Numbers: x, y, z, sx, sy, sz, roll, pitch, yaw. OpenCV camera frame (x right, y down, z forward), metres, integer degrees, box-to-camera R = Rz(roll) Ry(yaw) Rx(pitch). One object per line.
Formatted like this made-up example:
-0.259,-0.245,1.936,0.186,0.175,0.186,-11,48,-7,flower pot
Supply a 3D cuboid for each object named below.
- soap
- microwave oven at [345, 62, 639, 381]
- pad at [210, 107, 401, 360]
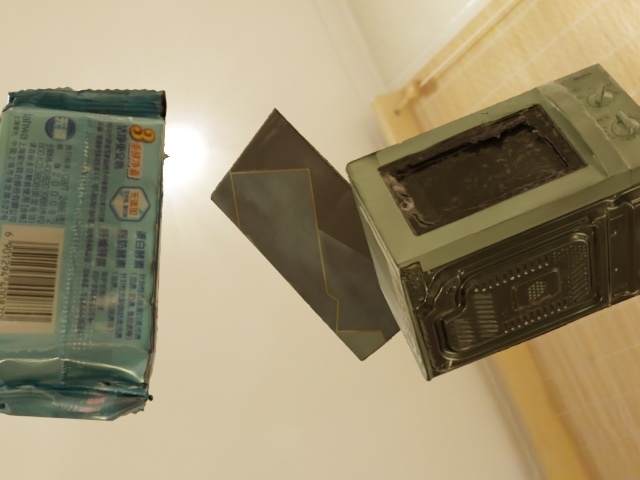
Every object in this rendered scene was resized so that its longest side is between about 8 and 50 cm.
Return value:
-0.209,0.005,0.819,0.156,0.077,0.293,5,-117,-9,soap
0.145,-0.009,0.717,0.208,0.162,0.122,-22,-135,-2,microwave oven
0.000,0.000,0.975,0.243,0.163,0.004,47,-134,4,pad
